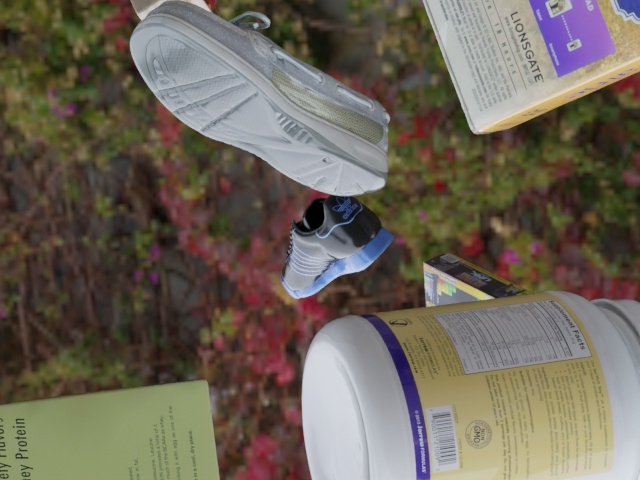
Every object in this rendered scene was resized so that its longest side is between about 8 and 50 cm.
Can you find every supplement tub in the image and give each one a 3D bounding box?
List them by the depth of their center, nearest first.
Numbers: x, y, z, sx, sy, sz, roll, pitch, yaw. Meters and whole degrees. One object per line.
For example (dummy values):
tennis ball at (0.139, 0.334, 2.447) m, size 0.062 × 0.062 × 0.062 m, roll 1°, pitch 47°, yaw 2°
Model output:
supplement tub at (0.169, 0.176, 1.452) m, size 0.331 × 0.241 × 0.241 m, roll -6°, pitch -160°, yaw -18°

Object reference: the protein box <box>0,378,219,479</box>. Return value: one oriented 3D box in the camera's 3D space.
protein box at (-0.191, 0.226, 1.210) m, size 0.201 × 0.199 × 0.136 m, roll -6°, pitch 173°, yaw -15°

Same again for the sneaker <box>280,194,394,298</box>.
sneaker at (0.000, 0.000, 1.709) m, size 0.081 × 0.090 × 0.232 m, roll -47°, pitch -171°, yaw -29°

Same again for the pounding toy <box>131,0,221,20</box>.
pounding toy at (-0.163, -0.275, 1.955) m, size 0.094 × 0.206 × 0.181 m, roll -32°, pitch -137°, yaw 5°

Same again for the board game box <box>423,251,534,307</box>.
board game box at (0.205, 0.109, 1.892) m, size 0.048 × 0.141 × 0.170 m, roll -20°, pitch -152°, yaw -31°

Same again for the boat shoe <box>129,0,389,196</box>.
boat shoe at (-0.050, -0.149, 1.427) m, size 0.320 × 0.103 × 0.118 m, roll 28°, pitch 150°, yaw -36°

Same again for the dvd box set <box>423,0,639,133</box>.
dvd box set at (0.227, -0.284, 0.902) m, size 0.420 × 0.307 × 0.062 m, roll -24°, pitch 173°, yaw 32°
